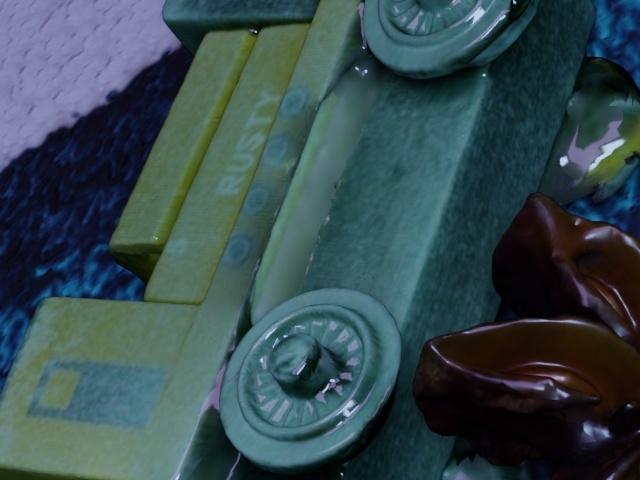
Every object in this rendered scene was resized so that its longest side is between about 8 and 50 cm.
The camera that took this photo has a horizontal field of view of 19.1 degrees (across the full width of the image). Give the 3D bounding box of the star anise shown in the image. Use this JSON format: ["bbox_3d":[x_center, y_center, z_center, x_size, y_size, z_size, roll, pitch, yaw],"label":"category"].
[{"bbox_3d":[0.142,0.078,0.810,0.220,0.126,0.190,-3,63,-21],"label":"star anise"}]

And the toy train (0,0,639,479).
[{"bbox_3d":[0.000,0.000,0.944,0.253,0.160,0.397,2,61,38],"label":"toy train"}]
